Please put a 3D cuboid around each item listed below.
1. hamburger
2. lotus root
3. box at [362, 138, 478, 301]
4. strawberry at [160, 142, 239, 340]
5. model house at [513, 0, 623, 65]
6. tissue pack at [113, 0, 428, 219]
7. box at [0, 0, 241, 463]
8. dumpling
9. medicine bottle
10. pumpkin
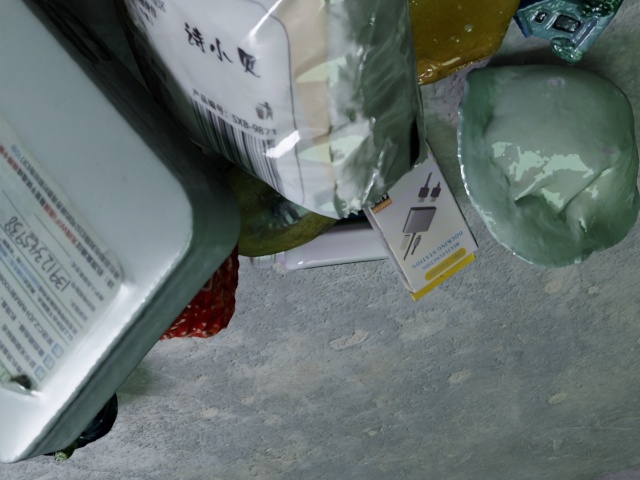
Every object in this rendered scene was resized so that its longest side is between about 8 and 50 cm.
[{"bbox_3d":[0.108,-0.294,1.012,0.244,0.163,0.244,-17,150,-10],"label":"hamburger"},{"bbox_3d":[-0.040,-0.068,1.250,0.278,0.154,0.154,-24,144,21],"label":"lotus root"},{"bbox_3d":[0.141,-0.035,1.344,0.129,0.033,0.247,-35,115,-10],"label":"box"},{"bbox_3d":[-0.231,-0.012,1.155,0.291,0.292,0.310,-36,160,25],"label":"strawberry"},{"bbox_3d":[0.270,-0.310,1.101,0.148,0.119,0.148,10,137,-21],"label":"model house"},{"bbox_3d":[-0.080,-0.218,0.873,0.195,0.375,0.390,-46,151,-25],"label":"tissue pack"},{"bbox_3d":[-0.318,-0.022,0.968,0.396,0.396,0.111,-48,162,22],"label":"box"},{"bbox_3d":[0.325,-0.115,1.310,0.320,0.212,0.270,3,104,-5],"label":"dumpling"},{"bbox_3d":[0.000,0.000,1.391,0.219,0.115,0.078,-7,104,-14],"label":"medicine bottle"},{"bbox_3d":[-0.442,0.293,1.584,0.194,0.150,0.194,-17,178,0],"label":"pumpkin"}]
